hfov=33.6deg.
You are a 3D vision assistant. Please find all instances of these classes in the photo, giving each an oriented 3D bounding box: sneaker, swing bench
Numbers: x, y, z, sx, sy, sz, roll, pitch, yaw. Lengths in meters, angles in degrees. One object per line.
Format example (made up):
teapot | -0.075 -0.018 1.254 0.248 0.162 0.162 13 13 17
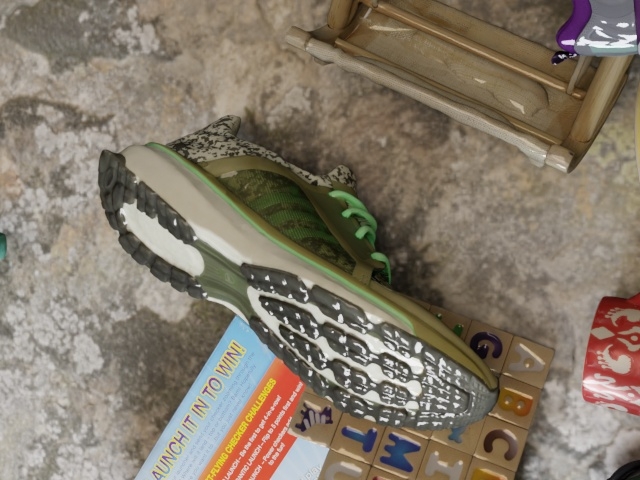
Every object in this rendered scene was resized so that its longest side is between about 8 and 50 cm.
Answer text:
sneaker | 0.000 0.000 0.929 0.410 0.182 0.158 34 148 19
sneaker | 0.184 -0.232 0.717 0.098 0.083 0.224 -4 99 28
swing bench | 0.148 -0.222 0.867 0.253 0.165 0.255 28 109 15

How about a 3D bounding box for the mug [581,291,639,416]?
mug | 0.313 0.089 0.872 0.169 0.113 0.150 10 70 24

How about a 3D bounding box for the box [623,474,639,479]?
box | 0.320 0.266 0.816 0.322 0.058 0.232 -21 115 6

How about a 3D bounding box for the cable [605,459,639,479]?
cable | 0.303 0.284 0.914 0.150 0.047 0.184 -3 96 18

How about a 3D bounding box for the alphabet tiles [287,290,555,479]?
alphabet tiles | 0.076 0.166 0.924 0.198 0.009 0.237 20 68 8

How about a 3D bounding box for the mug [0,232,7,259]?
mug | -0.407 0.007 1.125 0.157 0.097 0.129 38 106 12

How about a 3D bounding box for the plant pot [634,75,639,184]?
plant pot | 0.369 -0.080 0.764 0.239 0.254 0.254 -3 94 36

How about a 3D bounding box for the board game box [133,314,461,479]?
board game box | -0.023 0.271 1.014 0.302 0.086 0.308 37 106 14
